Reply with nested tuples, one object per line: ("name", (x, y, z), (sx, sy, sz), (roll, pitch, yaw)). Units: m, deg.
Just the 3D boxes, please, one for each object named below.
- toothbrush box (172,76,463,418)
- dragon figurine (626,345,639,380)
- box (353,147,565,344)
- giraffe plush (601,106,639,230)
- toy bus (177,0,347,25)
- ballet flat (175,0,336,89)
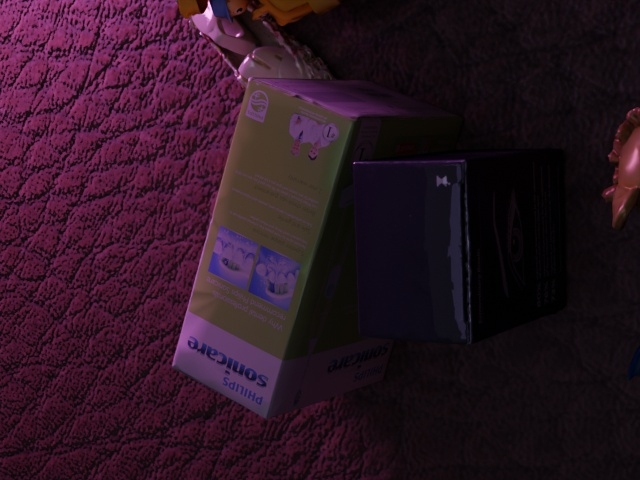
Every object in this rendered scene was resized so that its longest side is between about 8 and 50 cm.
("toothbrush box", (0.000, 0.000, 1.255), (0.122, 0.206, 0.283), (23, 108, 29))
("dragon figurine", (0.316, 0.108, 1.130), (0.289, 0.085, 0.144), (-46, 68, 23))
("box", (0.125, -0.002, 1.172), (0.108, 0.207, 0.153), (2, 96, 33))
("giraffe plush", (0.310, -0.072, 1.081), (0.210, 0.181, 0.170), (56, 128, 25))
("toy bus", (-0.103, -0.280, 1.272), (0.211, 0.149, 0.220), (-29, 100, 6))
("ballet flat", (-0.072, -0.190, 1.361), (0.241, 0.077, 0.091), (46, 116, 20))
